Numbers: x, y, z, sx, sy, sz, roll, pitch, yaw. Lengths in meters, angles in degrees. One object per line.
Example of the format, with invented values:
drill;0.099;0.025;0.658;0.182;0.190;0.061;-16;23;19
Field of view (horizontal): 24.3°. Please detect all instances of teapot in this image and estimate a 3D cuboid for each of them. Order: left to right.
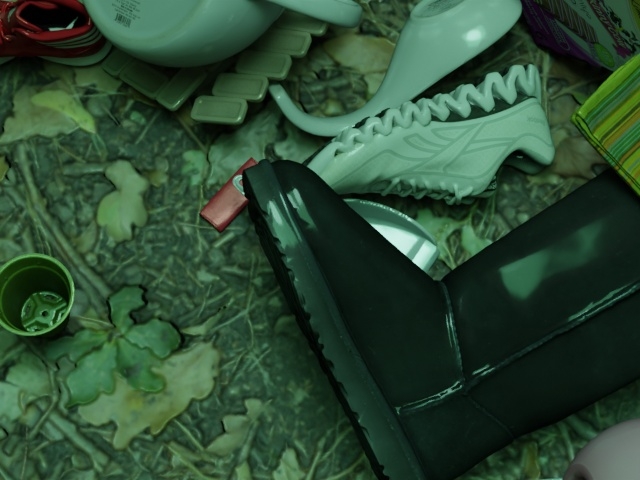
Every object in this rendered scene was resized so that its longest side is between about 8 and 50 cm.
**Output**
teapot;-0.107;-0.286;1.504;0.253;0.187;0.256;-25;73;36

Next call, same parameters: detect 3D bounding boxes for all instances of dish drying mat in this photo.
dish drying mat;-0.088;-0.048;1.556;0.032;0.008;0.083;39;75;11

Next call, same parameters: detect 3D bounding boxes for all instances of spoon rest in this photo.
spoon rest;0.085;-0.186;1.555;0.276;0.137;0.084;-26;115;-1

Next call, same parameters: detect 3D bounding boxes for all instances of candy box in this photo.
candy box;0.280;-0.247;1.483;0.071;0.159;0.233;-42;35;-12

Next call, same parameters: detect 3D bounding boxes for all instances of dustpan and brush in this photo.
dustpan and brush;0.000;0.000;1.513;0.211;0.060;0.147;32;75;10

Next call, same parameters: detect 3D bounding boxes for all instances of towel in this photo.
towel;0.349;-0.063;1.412;0.102;0.021;0.237;-43;91;-17

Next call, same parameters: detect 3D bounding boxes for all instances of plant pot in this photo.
plant pot;-0.280;0.063;1.482;0.083;0.079;0.083;0;73;0

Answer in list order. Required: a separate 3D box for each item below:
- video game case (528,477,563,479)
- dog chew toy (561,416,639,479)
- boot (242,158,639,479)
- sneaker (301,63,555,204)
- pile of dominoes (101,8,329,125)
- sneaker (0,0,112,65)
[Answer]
video game case;0.189;0.305;1.437;0.157;0.019;0.143;-5;72;-1
dog chew toy;0.388;0.269;1.361;0.332;0.206;0.206;5;72;-12
boot;0.191;0.001;1.432;0.445;0.146;0.367;-27;102;-6
sneaker;0.112;-0.085;1.507;0.292;0.110;0.118;-20;88;-18
pile of dominoes;-0.084;-0.226;1.587;0.196;0.040;0.251;34;77;31
sneaker;-0.333;-0.231;1.545;0.221;0.128;0.087;-4;81;1
